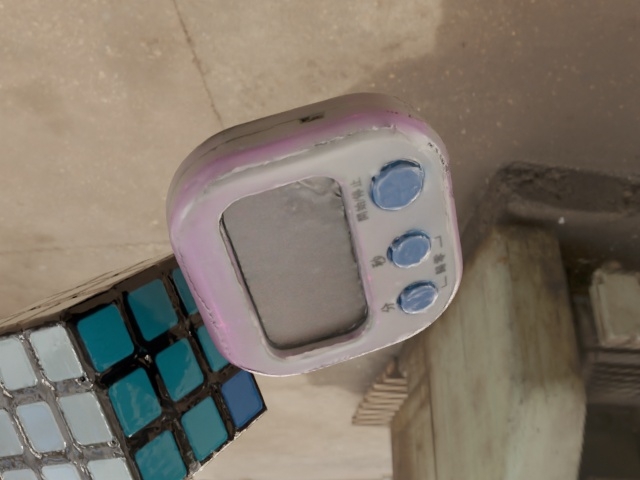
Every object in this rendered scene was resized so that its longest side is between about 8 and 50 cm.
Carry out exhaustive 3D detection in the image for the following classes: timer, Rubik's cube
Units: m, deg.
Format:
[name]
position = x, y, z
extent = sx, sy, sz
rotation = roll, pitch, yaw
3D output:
[timer]
position = 0.000, 0.000, 0.559
extent = 0.191, 0.069, 0.208
rotation = -18, 132, -4
[Rubik's cube]
position = -0.171, 0.115, 0.653
extent = 0.163, 0.160, 0.162
rotation = -16, -170, 33
